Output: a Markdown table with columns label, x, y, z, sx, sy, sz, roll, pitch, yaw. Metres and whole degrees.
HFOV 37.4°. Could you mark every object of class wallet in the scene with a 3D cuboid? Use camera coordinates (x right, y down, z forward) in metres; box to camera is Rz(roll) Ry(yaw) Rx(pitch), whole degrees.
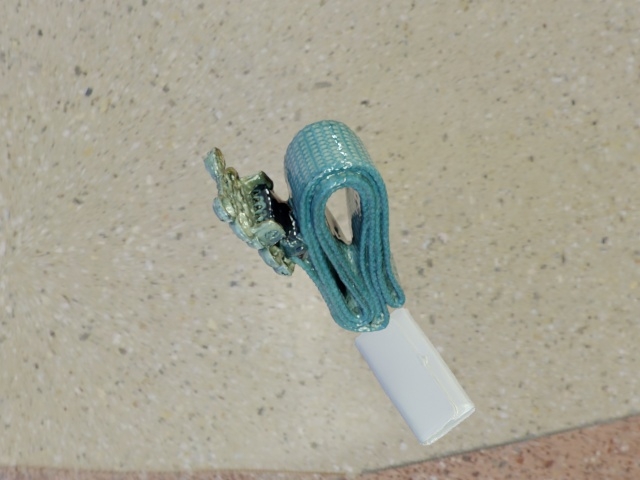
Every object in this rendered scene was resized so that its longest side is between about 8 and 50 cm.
| label | x | y | z | sx | sy | sz | roll | pitch | yaw |
| --- | --- | --- | --- | --- | --- | --- | --- | --- | --- |
| wallet | 0.084 | 0.121 | 0.855 | 0.061 | 0.025 | 0.122 | -37 | 56 | 3 |

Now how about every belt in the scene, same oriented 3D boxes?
| label | x | y | z | sx | sy | sz | roll | pitch | yaw |
| --- | --- | --- | --- | --- | --- | --- | --- | --- | --- |
| belt | 0.001 | 0.004 | 0.617 | 0.100 | 0.065 | 0.179 | -20 | 138 | 2 |
